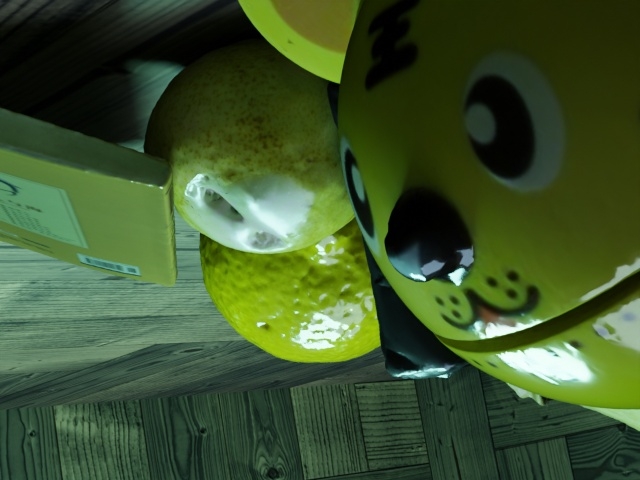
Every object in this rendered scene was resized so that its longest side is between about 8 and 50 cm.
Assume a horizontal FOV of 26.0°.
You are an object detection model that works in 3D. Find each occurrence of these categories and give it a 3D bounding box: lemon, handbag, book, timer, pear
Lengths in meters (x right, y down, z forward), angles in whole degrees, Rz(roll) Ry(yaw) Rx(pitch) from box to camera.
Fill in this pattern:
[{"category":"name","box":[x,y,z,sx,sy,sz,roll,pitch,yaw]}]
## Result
[{"category":"lemon","box":[0.002,-0.003,1.276,0.228,0.228,0.253,-7,161,-15]},{"category":"handbag","box":[0.097,-0.029,1.081,0.088,0.244,0.275,-13,-177,23]},{"category":"book","box":[-0.244,-0.040,1.113,0.269,0.032,0.389,17,167,-2]},{"category":"timer","box":[0.144,-0.094,0.796,0.387,0.376,0.376,41,146,-18]},{"category":"pear","box":[-0.049,-0.071,1.061,0.178,0.178,0.178,-9,169,-2]}]

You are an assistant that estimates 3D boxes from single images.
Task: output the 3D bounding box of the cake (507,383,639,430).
[{"category":"cake","box":[0.309,0.031,1.649,0.321,0.332,0.332,21,167,1]}]
